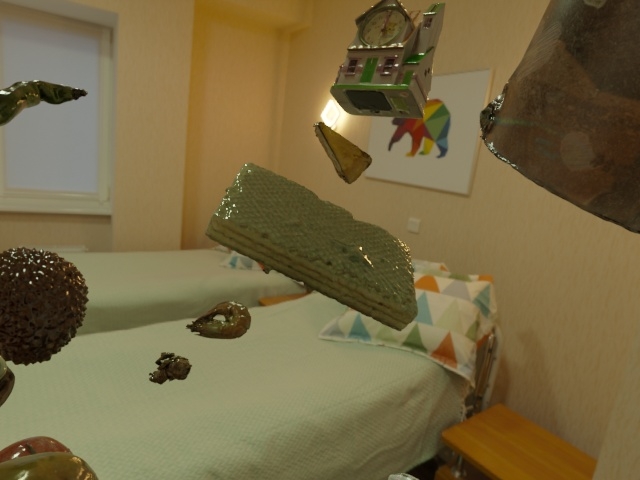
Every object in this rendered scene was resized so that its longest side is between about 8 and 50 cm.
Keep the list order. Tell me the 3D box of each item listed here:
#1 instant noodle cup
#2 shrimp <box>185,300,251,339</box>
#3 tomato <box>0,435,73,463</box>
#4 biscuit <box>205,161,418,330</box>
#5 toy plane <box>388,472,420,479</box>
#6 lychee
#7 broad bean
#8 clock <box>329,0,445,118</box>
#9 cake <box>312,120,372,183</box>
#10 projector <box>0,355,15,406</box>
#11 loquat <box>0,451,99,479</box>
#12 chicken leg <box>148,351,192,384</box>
[{"bbox_3d":[0.242,-0.126,0.288,0.218,0.207,0.217,17,30,-10],"label":"instant noodle cup"},{"bbox_3d":[-0.388,0.305,1.577,0.267,0.145,0.061,-11,-20,16],"label":"shrimp"},{"bbox_3d":[-0.875,0.731,1.241,0.265,0.264,0.265,7,12,-1],"label":"tomato"},{"bbox_3d":[0.000,0.000,0.401,0.199,0.040,0.121,27,33,-11],"label":"biscuit"},{"bbox_3d":[0.192,0.459,0.725,0.171,0.065,0.162,2,-30,36],"label":"toy plane"},{"bbox_3d":[-0.690,0.161,0.993,0.268,0.267,0.267,7,12,-1],"label":"lychee"},{"bbox_3d":[-0.429,-0.201,0.600,0.061,0.046,0.195,14,33,10],"label":"broad bean"},{"bbox_3d":[0.184,-0.500,1.104,0.235,0.309,0.166,13,-10,31],"label":"clock"},{"bbox_3d":[0.039,-0.227,1.133,0.185,0.116,0.080,31,-13,-13],"label":"cake"},{"bbox_3d":[-0.573,0.180,0.589,0.177,0.242,0.163,-28,11,47],"label":"projector"},{"bbox_3d":[-0.551,0.520,0.744,0.284,0.276,0.276,-36,13,3],"label":"loquat"},{"bbox_3d":[-0.504,0.438,1.415,0.125,0.080,0.196,15,-37,-22],"label":"chicken leg"}]
